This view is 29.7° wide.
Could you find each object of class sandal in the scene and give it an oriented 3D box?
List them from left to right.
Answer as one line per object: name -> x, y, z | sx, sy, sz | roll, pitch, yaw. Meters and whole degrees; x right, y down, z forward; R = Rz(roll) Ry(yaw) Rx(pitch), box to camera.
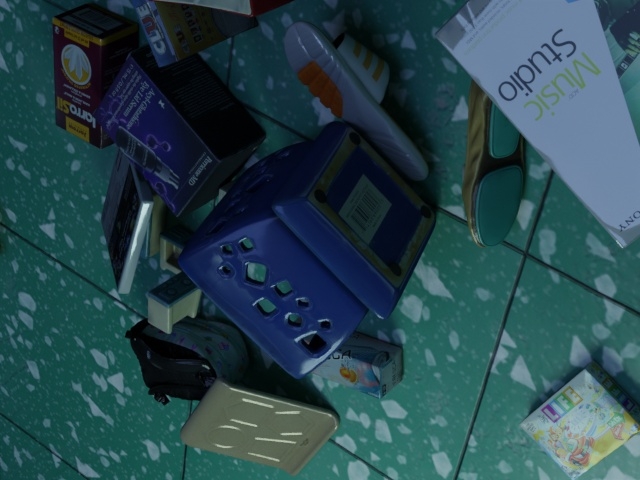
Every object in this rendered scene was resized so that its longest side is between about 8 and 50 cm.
sandal -> 0.058, -0.189, 1.540 | 0.265, 0.076, 0.102 | 48, 157, -21

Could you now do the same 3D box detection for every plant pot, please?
plant pot -> 0.000, 0.000, 1.556 | 0.236, 0.236, 0.212 | 46, 132, -13

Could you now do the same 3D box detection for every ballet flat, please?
ballet flat -> 0.208, -0.104, 1.469 | 0.073, 0.080, 0.232 | 47, 141, 51

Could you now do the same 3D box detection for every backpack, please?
backpack -> -0.209, 0.190, 1.954 | 0.182, 0.115, 0.152 | 6, 130, 37

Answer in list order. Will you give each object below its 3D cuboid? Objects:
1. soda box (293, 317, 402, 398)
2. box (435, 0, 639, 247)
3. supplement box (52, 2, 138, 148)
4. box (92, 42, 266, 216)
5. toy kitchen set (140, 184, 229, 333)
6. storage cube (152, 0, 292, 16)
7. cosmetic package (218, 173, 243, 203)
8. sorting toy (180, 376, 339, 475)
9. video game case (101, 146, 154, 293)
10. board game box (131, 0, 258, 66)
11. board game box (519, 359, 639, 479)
soda box -> 0.029, 0.168, 1.772 | 0.183, 0.063, 0.058 | 16, 124, 33
box -> 0.309, -0.183, 1.295 | 0.322, 0.058, 0.232 | 49, 121, 5
supplement box -> -0.341, -0.249, 1.832 | 0.104, 0.081, 0.188 | 27, 130, 26
box -> -0.205, -0.166, 1.745 | 0.207, 0.108, 0.153 | 49, 135, 7
toy kitchen set -> -0.254, 0.020, 1.854 | 0.207, 0.166, 0.122 | 28, 128, 25
storage cube -> -0.097, -0.391, 1.460 | 0.184, 0.193, 0.215 | 16, 123, 33
cosmetic package -> -0.087, -0.047, 1.749 | 0.115, 0.060, 0.041 | 30, 132, 26
sorting toy -> -0.098, 0.293, 1.923 | 0.208, 0.038, 0.193 | 21, 136, -14
video game case -> -0.297, -0.045, 1.848 | 0.173, 0.022, 0.190 | -112, 33, -43
board game box -> -0.189, -0.367, 1.573 | 0.042, 0.165, 0.243 | -8, 108, 43
board game box -> 0.341, 0.236, 1.571 | 0.103, 0.026, 0.154 | 46, 135, 10
